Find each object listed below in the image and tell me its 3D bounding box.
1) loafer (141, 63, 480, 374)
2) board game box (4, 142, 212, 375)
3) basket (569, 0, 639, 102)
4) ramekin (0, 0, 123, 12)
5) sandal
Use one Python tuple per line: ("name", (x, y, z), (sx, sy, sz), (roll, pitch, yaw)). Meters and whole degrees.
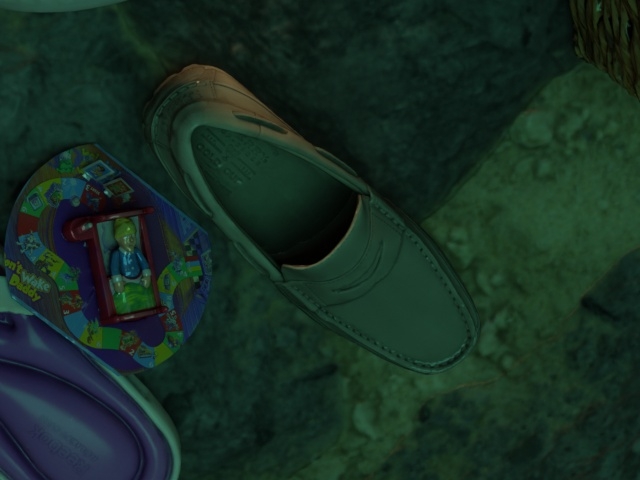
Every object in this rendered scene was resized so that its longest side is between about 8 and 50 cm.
("loafer", (0.000, 0.000, 1.439), (0.319, 0.111, 0.112), (38, 98, -23))
("board game box", (-0.143, 0.013, 1.415), (0.169, 0.033, 0.133), (40, 64, -23))
("basket", (0.345, -0.206, 1.386), (0.299, 0.223, 0.213), (-6, 112, -11))
("ramekin", (-0.165, -0.228, 1.265), (0.207, 0.207, 0.109), (-10, 121, -10))
("sandal", (-0.263, 0.077, 1.408), (0.416, 0.102, 0.169), (33, 98, -21))
